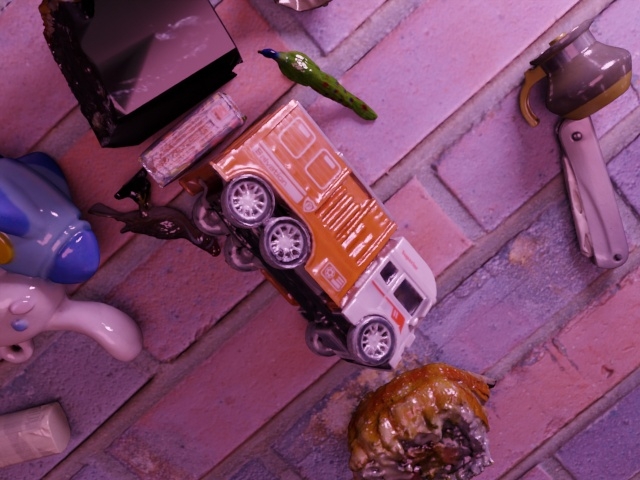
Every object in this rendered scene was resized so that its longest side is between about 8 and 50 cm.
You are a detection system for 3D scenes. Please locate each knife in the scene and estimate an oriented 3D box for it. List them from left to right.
[{"bbox_3d":[0.430,-0.074,1.017,0.073,0.040,0.265,-18,107,9],"label":"knife"}]

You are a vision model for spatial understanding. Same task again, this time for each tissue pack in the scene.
[{"bbox_3d":[-0.178,-0.145,0.901,0.148,0.108,0.060,-38,102,6],"label":"tissue pack"}]

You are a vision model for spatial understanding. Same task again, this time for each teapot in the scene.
[{"bbox_3d":[-0.511,0.328,1.002,0.200,0.107,0.077,-14,109,-1],"label":"teapot"},{"bbox_3d":[0.364,-0.237,0.933,0.166,0.130,0.119,-34,92,37],"label":"teapot"}]

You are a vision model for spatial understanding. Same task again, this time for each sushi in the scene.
[{"bbox_3d":[-0.244,-0.251,0.806,0.215,0.227,0.212,-33,99,-2],"label":"sushi"},{"bbox_3d":[0.175,0.314,1.048,0.274,0.139,0.184,-35,108,11],"label":"sushi"}]

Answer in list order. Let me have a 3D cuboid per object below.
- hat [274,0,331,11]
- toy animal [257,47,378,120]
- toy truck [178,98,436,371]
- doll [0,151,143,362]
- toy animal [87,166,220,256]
[{"bbox_3d":[-0.010,-0.415,0.872,0.147,0.085,0.175,-13,84,9],"label":"hat"},{"bbox_3d":[-0.006,-0.235,0.925,0.217,0.075,0.041,23,107,-41],"label":"toy animal"},{"bbox_3d":[0.000,0.000,0.918,0.207,0.173,0.387,-47,107,-22],"label":"toy truck"},{"bbox_3d":[-0.448,0.018,0.880,0.376,0.187,0.365,-5,115,-23],"label":"doll"},{"bbox_3d":[-0.239,-0.032,0.961,0.202,0.070,0.105,27,114,-15],"label":"toy animal"}]
